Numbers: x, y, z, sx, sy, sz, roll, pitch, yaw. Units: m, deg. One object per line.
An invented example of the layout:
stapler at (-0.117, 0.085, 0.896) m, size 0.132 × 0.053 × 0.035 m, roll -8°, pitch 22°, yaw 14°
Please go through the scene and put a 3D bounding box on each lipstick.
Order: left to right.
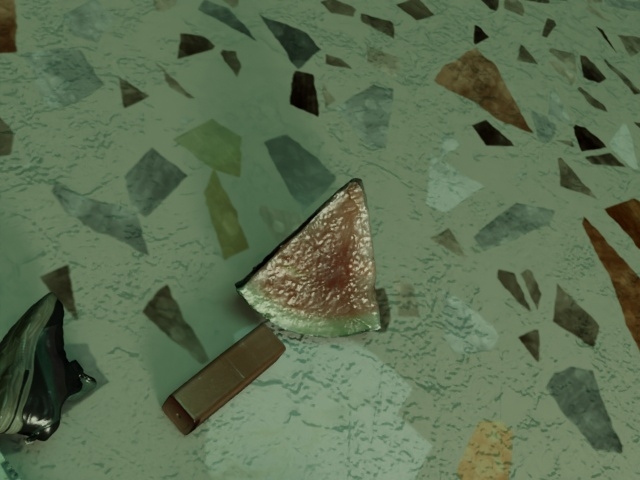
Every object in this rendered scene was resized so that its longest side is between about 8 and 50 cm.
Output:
lipstick at (-0.104, 0.151, 0.994) m, size 0.045 × 0.045 × 0.145 m, roll 46°, pitch 51°, yaw 10°

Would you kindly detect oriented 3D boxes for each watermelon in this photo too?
watermelon at (-0.012, 0.006, 1.079) m, size 0.207 × 0.202 × 0.136 m, roll -5°, pitch 23°, yaw -33°

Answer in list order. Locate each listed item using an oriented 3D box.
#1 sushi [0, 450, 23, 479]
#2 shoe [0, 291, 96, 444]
sushi at (-0.326, 0.288, 0.793) m, size 0.210 × 0.040 × 0.192 m, roll 47°, pitch 57°, yaw 4°
shoe at (-0.272, 0.134, 0.908) m, size 0.099 × 0.071 × 0.169 m, roll 32°, pitch 39°, yaw -25°
